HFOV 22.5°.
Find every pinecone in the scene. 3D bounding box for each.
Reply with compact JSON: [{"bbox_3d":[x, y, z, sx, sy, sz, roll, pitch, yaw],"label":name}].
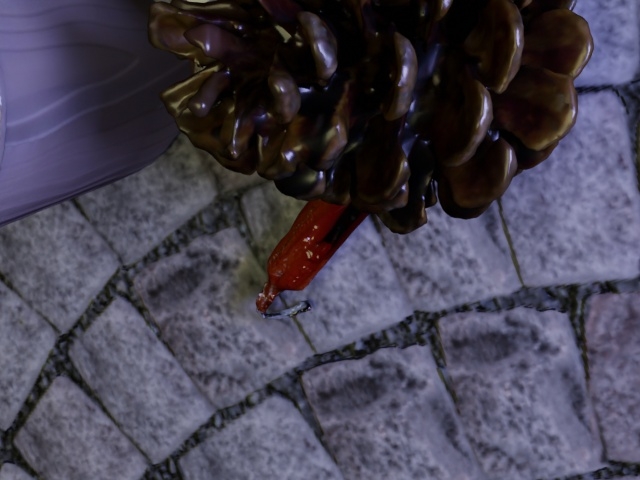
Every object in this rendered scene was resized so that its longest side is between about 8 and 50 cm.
[{"bbox_3d":[0.032,-0.126,1.045,0.244,0.309,0.244,-5,83,49],"label":"pinecone"}]

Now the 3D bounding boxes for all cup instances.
[{"bbox_3d":[-0.255,-0.149,1.173,0.208,0.273,0.288,-27,88,30],"label":"cup"}]

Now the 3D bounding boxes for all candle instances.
[{"bbox_3d":[0.000,0.000,1.215,0.162,0.048,0.053,-50,43,27],"label":"candle"}]

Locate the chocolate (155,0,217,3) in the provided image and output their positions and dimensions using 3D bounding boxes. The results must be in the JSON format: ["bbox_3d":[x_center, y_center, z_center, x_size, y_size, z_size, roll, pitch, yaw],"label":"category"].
[{"bbox_3d":[-0.050,-0.304,1.112,0.185,0.100,0.303,38,112,-23],"label":"chocolate"}]
